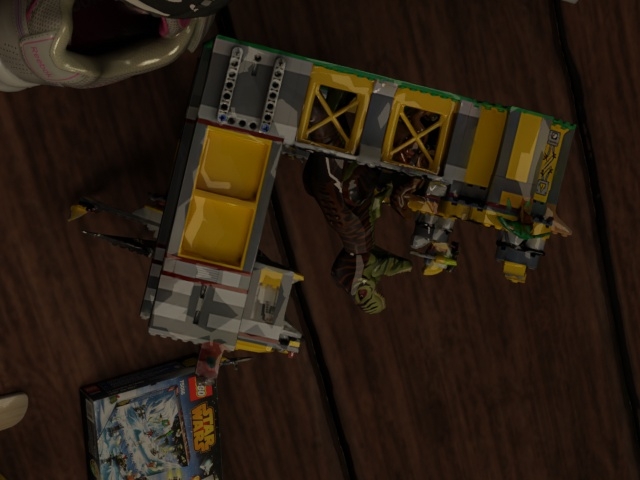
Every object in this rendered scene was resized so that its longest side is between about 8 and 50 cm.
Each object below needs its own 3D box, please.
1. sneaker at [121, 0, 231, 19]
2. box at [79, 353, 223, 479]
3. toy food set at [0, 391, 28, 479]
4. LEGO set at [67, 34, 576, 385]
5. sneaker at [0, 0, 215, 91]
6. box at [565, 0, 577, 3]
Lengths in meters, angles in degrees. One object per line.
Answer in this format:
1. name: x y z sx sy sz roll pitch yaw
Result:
1. sneaker: -0.118 -0.249 1.029 0.100 0.108 0.271 -25 92 -23
2. box: -0.115 0.154 1.296 0.094 0.027 0.137 -14 115 -28
3. toy food set: -0.240 0.216 1.208 0.128 0.071 0.218 -3 109 -33
4. LEGO set: 0.000 0.000 1.112 0.255 0.331 0.192 13 92 -17
5. sneaker: -0.092 -0.163 1.137 0.252 0.111 0.103 -40 125 -16
6. box: 0.120 -0.286 1.141 0.262 0.127 0.231 2 123 -55
